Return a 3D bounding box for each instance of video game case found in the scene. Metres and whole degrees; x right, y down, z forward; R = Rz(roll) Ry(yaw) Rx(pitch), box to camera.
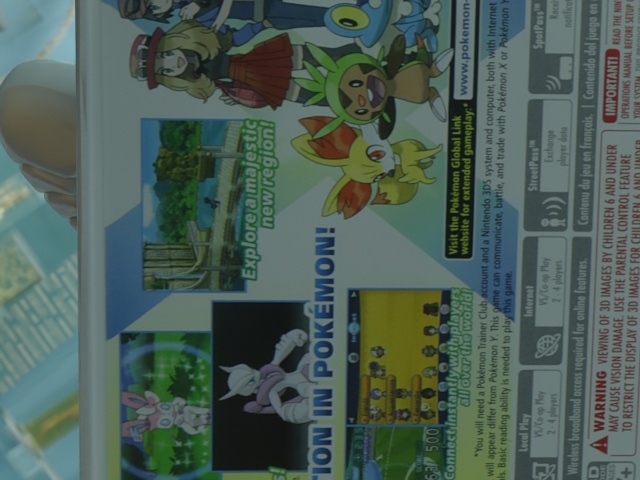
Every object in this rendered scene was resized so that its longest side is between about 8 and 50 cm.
[{"bbox_3d":[0.055,0.045,0.496,0.036,0.300,0.329,-116,-153,-82],"label":"video game case"}]

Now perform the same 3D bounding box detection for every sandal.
[{"bbox_3d":[-0.012,-0.001,0.697,0.169,0.102,0.416,4,-24,40],"label":"sandal"}]
